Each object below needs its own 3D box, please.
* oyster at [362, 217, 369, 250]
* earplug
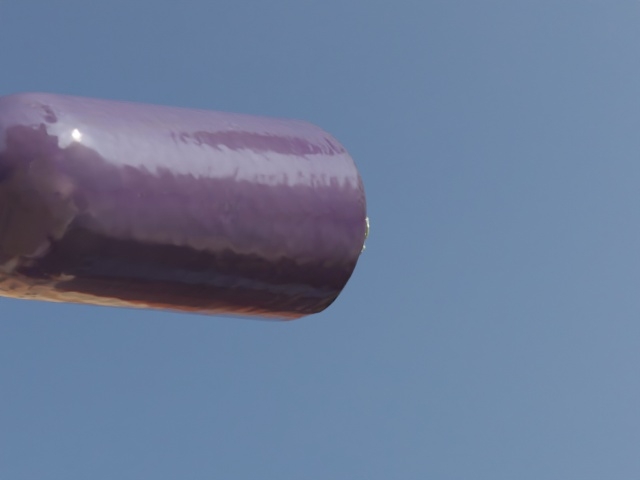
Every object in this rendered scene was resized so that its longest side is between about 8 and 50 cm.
[{"bbox_3d":[0.000,0.000,1.668,0.177,0.125,0.064,-30,-32,-20],"label":"oyster"},{"bbox_3d":[-0.158,-0.028,1.201,0.215,0.215,0.456,-43,-23,24],"label":"earplug"}]
